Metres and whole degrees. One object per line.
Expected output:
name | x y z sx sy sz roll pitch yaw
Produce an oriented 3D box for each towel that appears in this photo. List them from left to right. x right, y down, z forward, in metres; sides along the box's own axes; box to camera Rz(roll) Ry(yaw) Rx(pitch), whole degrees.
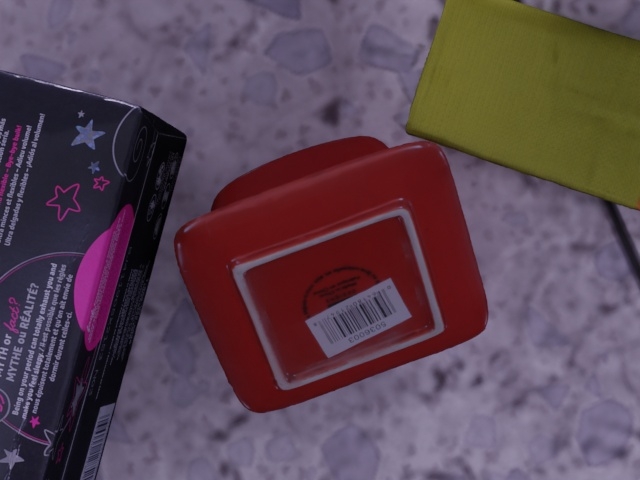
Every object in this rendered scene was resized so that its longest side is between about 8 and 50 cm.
towel | 0.178 -0.076 0.983 0.237 0.021 0.102 18 86 1

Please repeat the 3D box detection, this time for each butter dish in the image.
butter dish | 0.000 0.000 0.941 0.160 0.118 0.160 -21 129 -1

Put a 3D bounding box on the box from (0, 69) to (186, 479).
box | -0.184 0.033 0.914 0.142 0.163 0.247 16 89 5
